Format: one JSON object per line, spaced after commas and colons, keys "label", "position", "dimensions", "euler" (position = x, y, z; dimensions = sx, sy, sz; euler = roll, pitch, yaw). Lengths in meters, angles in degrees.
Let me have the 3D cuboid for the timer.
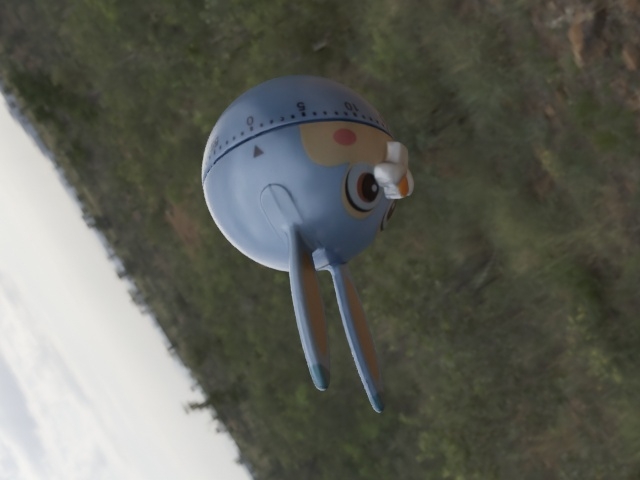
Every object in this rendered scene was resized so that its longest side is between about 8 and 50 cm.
{"label": "timer", "position": [0.011, -0.019, 0.793], "dimensions": [0.255, 0.175, 0.175], "euler": [53, 169, 30]}
